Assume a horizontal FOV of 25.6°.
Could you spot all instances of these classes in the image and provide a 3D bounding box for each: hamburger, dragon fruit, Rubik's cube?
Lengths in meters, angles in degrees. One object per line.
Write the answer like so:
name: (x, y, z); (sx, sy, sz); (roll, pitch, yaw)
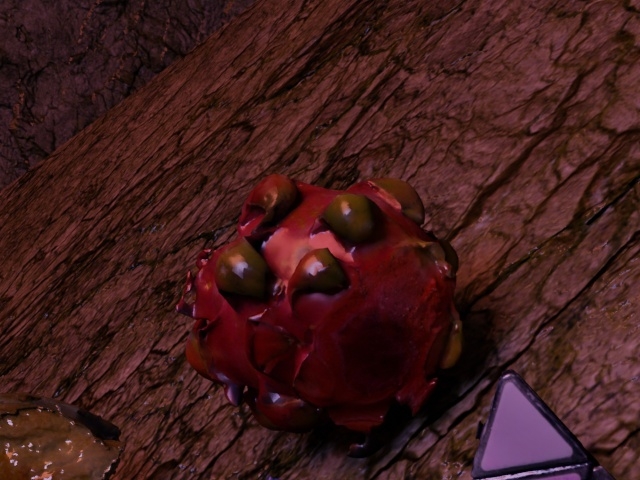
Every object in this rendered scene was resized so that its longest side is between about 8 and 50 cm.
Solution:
hamburger: (-0.336, 0.275, 1.347); (0.308, 0.211, 0.132); (-62, 1, -24)
dragon fruit: (-0.016, 0.062, 1.231); (0.307, 0.227, 0.243); (-35, 17, 24)
Rubik's cube: (0.161, 0.223, 0.809); (0.178, 0.211, 0.190); (25, 78, 37)

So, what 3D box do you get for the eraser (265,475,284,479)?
eraser: (-0.048, 0.244, 1.201); (0.084, 0.027, 0.063); (-51, 22, -20)
